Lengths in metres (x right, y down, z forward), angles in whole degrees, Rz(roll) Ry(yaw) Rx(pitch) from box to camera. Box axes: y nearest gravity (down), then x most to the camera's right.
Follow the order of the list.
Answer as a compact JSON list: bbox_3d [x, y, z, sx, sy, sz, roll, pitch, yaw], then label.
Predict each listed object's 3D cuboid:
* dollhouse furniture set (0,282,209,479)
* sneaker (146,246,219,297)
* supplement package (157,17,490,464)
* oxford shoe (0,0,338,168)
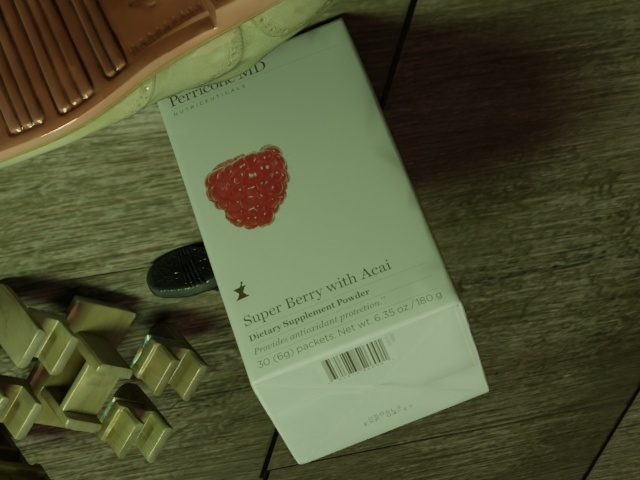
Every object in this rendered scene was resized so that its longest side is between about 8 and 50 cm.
[{"bbox_3d":[-0.274,0.148,1.807,0.212,0.161,0.242,16,111,-45],"label":"dollhouse furniture set"},{"bbox_3d":[-0.076,0.032,1.781,0.170,0.051,0.089,-22,144,-4],"label":"sneaker"},{"bbox_3d":[0.000,0.000,1.543,0.177,0.293,0.175,-22,149,2],"label":"supplement package"},{"bbox_3d":[-0.142,-0.138,1.407,0.397,0.140,0.146,-25,155,10],"label":"oxford shoe"}]
